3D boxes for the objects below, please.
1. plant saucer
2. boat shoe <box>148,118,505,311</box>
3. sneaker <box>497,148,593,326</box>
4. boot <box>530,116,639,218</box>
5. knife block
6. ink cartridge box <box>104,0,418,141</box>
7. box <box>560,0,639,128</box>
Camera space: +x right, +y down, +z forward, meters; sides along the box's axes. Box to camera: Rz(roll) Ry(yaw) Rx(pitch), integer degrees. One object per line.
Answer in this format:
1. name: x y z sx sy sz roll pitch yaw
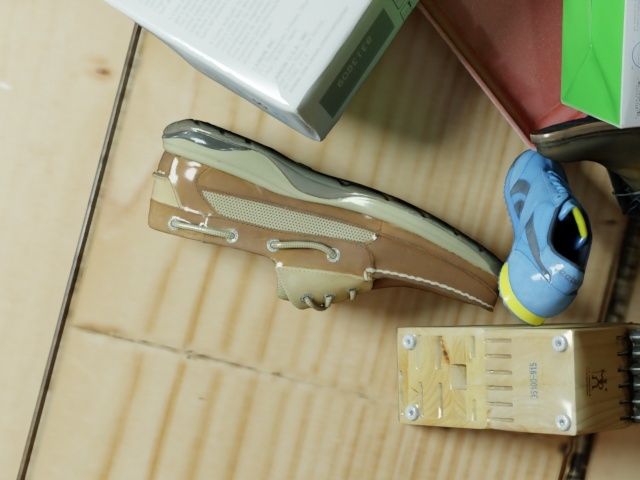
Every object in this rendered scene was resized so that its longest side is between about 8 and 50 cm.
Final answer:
1. plant saucer: 0.211 -0.254 1.279 0.258 0.048 0.259 -38 91 -3
2. boat shoe: 0.000 0.000 1.238 0.324 0.122 0.120 22 93 7
3. sneaker: 0.202 -0.019 1.201 0.069 0.209 0.082 32 128 -16
4. boot: 0.281 -0.058 1.237 0.219 0.082 0.106 -5 97 -25
5. knife block: 0.237 0.118 1.261 0.275 0.242 0.088 -3 86 43
6. ink cartridge box: -0.071 -0.310 1.249 0.385 0.091 0.308 33 87 24
7. box: 0.332 -0.238 1.173 0.231 0.127 0.262 -7 107 -14
